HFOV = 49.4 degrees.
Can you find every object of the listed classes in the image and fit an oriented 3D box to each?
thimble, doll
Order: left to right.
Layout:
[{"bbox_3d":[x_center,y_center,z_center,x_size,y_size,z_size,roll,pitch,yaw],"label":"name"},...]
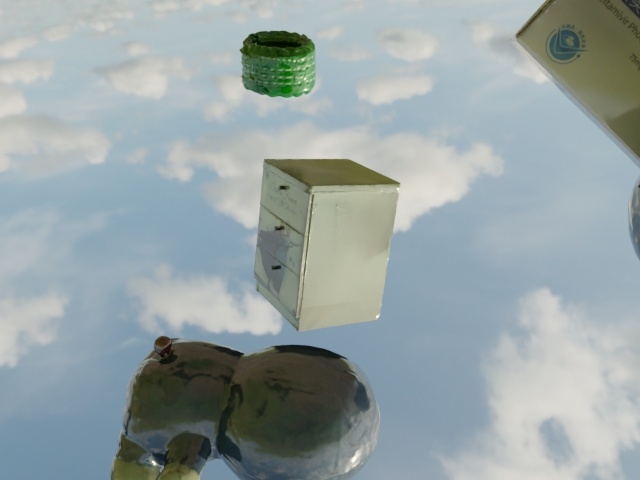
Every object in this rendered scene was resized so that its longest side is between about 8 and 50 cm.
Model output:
[{"bbox_3d":[-0.070,0.175,0.708,0.258,0.154,0.228,9,-157,5],"label":"doll"},{"bbox_3d":[-0.073,-0.301,1.185,0.129,0.090,0.118,-3,-143,-8],"label":"thimble"}]

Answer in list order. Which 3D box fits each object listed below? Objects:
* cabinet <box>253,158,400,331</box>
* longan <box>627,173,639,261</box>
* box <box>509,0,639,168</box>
[{"bbox_3d":[0.000,0.000,0.996,0.150,0.206,0.145,-4,-158,-30],"label":"cabinet"},{"bbox_3d":[0.520,-0.025,0.877,0.257,0.258,0.258,-7,-156,3],"label":"longan"},{"bbox_3d":[0.464,-0.245,0.992,0.200,0.343,0.065,-47,-174,16],"label":"box"}]
